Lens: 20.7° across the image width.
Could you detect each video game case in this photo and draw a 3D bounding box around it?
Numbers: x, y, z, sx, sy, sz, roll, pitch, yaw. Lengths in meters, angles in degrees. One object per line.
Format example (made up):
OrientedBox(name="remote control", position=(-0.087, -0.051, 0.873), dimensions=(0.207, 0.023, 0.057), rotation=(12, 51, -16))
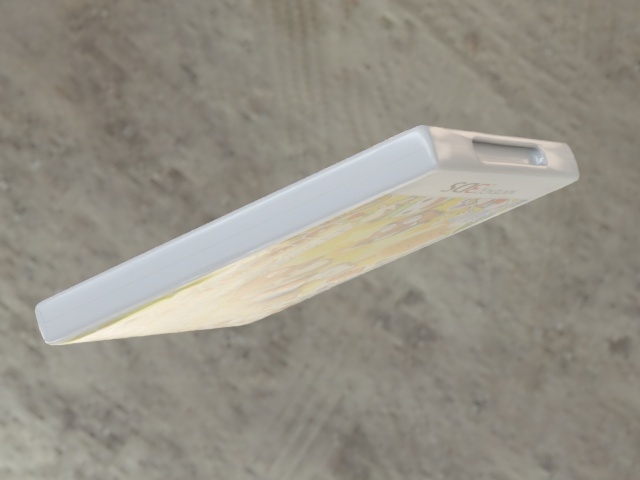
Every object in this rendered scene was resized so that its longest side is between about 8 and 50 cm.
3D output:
OrientedBox(name="video game case", position=(0.000, 0.000, 0.900), dimensions=(0.227, 0.206, 0.026), rotation=(-24, 80, 25))
